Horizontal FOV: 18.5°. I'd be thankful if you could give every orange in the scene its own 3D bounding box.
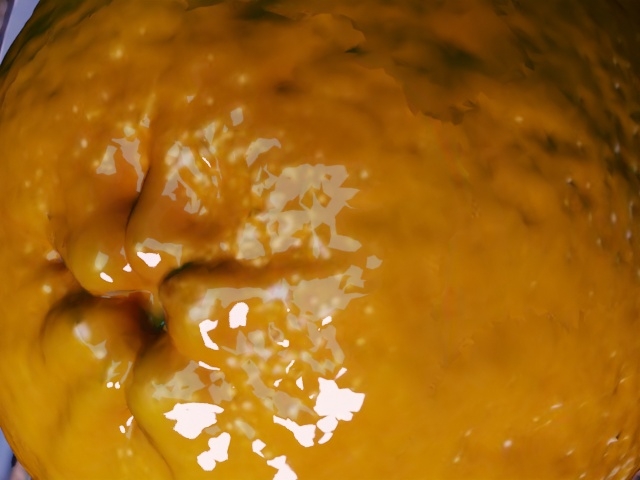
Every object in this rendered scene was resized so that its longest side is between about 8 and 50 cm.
[{"bbox_3d":[0.000,0.000,0.856,0.341,0.293,0.340,3,97,27],"label":"orange"}]
